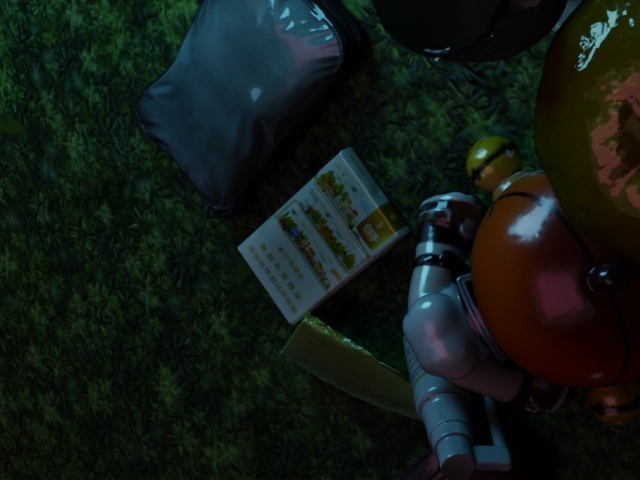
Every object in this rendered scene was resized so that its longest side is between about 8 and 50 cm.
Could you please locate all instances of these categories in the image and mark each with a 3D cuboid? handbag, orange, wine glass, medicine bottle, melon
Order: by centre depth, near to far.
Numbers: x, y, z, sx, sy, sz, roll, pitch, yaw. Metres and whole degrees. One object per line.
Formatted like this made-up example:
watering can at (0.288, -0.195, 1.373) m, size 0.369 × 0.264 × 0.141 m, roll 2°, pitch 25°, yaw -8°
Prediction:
orange at (0.313, -0.104, 1.147) m, size 0.279 × 0.235 × 0.279 m, roll 5°, pitch 103°, yaw 25°
wine glass at (0.168, -0.228, 1.226) m, size 0.143 × 0.321 × 0.143 m, roll 10°, pitch 110°, yaw 30°
medicine bottle at (0.145, 0.170, 1.503) m, size 0.092 × 0.220 × 0.061 m, roll 4°, pitch 122°, yaw -7°
handbag at (0.146, 0.294, 1.579) m, size 0.135 × 0.146 × 0.225 m, roll 47°, pitch 129°, yaw 12°
melon at (0.059, 0.146, 1.627) m, size 0.262 × 0.053 × 0.114 m, roll 27°, pitch 149°, yaw 32°
handbag at (-0.094, -0.179, 1.629) m, size 0.191 × 0.075 × 0.332 m, roll 47°, pitch 128°, yaw 9°

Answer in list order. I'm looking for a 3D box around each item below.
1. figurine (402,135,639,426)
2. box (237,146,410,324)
figurine at (0.225, 0.046, 1.374) m, size 0.323 × 0.196 × 0.320 m, roll -30°, pitch 90°, yaw 53°
box at (0.001, 0.000, 1.648) m, size 0.122 × 0.032 × 0.220 m, roll 55°, pitch 132°, yaw 7°
